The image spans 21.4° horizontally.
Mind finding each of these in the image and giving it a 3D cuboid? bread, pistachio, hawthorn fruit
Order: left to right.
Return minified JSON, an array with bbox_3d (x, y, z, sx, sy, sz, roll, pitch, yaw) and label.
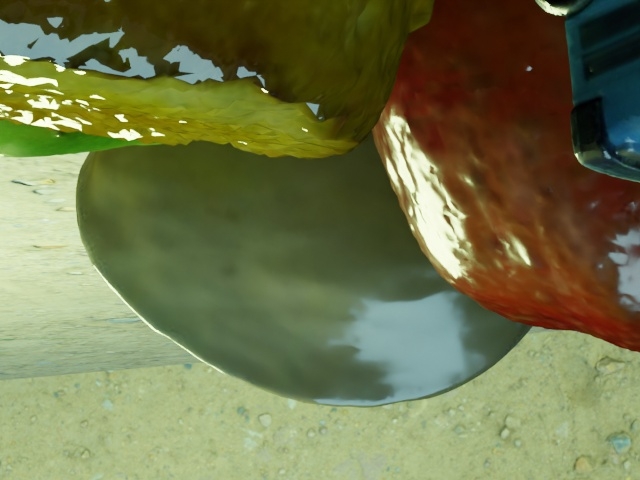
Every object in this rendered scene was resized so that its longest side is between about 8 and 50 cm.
[{"bbox_3d":[-0.088,-0.105,0.459,0.268,0.145,0.268,11,176,1],"label":"bread"},{"bbox_3d":[0.000,0.000,1.002,0.288,0.197,0.166,5,169,15],"label":"pistachio"},{"bbox_3d":[0.095,-0.089,0.599,0.207,0.207,0.243,-12,128,40],"label":"hawthorn fruit"}]

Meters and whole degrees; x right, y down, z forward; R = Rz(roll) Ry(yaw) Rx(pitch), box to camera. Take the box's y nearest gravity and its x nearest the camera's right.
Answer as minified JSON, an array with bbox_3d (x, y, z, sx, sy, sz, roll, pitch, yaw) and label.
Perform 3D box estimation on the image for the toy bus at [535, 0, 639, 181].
[{"bbox_3d":[0.112,-0.112,0.434,0.090,0.184,0.106,3,166,-34],"label":"toy bus"}]

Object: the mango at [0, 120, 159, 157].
[{"bbox_3d":[-0.107,-0.089,0.710,0.125,0.111,0.233,-7,172,43],"label":"mango"}]
